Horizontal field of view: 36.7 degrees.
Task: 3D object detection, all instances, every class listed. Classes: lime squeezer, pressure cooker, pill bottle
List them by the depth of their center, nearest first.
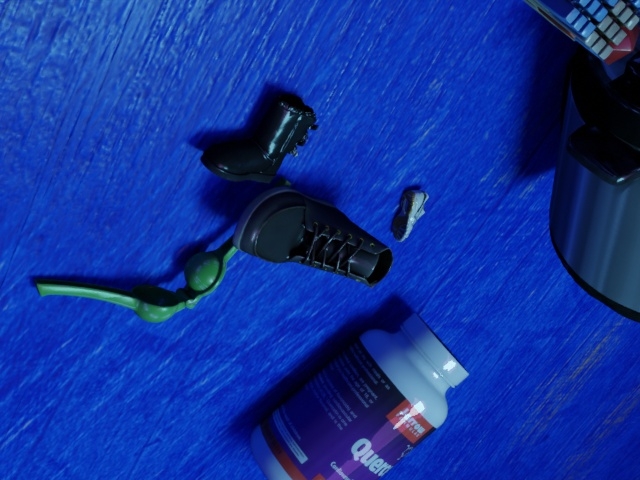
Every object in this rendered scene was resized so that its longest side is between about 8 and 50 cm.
[{"bbox_3d":[-0.165,0.028,1.107,0.310,0.059,0.110,-24,111,-20],"label":"lime squeezer"},{"bbox_3d":[0.495,-0.137,1.224,0.375,0.370,0.420,8,139,12],"label":"pressure cooker"},{"bbox_3d":[0.063,0.260,1.455,0.323,0.181,0.181,-42,146,3],"label":"pill bottle"}]

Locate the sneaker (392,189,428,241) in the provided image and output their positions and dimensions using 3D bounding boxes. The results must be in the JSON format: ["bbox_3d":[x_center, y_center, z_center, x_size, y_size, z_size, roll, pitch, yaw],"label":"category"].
[{"bbox_3d":[0.125,-0.032,1.311,0.037,0.032,0.083,-12,138,-34],"label":"sneaker"}]

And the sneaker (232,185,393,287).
[{"bbox_3d":[0.000,0.000,1.119,0.222,0.118,0.083,-3,121,-58],"label":"sneaker"}]

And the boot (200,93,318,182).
[{"bbox_3d":[-0.063,-0.111,1.035,0.121,0.045,0.099,3,130,-54],"label":"boot"}]

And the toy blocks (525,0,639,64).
[{"bbox_3d":[0.206,-0.281,0.901,0.191,0.261,0.381,-51,145,16],"label":"toy blocks"}]
